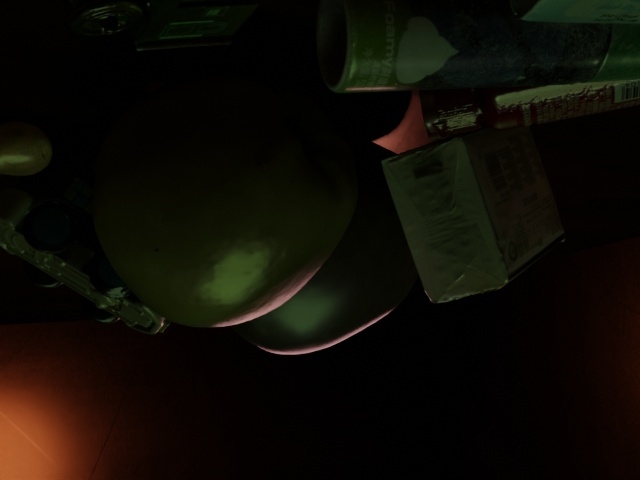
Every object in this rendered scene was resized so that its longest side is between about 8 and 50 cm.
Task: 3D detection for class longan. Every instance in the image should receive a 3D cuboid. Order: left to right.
[{"bbox_3d":[0.000,0.000,1.200,0.350,0.288,0.288,-15,178,-45],"label":"longan"}]

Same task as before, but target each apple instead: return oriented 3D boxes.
[{"bbox_3d":[-0.095,-0.049,0.915,0.262,0.262,0.262,-8,170,-1],"label":"apple"}]

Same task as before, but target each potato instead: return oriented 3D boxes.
[{"bbox_3d":[-0.328,-0.094,0.969,0.083,0.062,0.068,-28,149,-26],"label":"potato"}]

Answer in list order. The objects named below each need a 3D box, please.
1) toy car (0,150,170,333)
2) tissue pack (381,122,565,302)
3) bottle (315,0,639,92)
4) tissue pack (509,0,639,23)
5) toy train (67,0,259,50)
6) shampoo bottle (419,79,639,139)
[{"bbox_3d":[-0.252,-0.023,1.106,0.247,0.198,0.204,32,159,-7],"label":"toy car"},{"bbox_3d":[0.195,-0.046,1.136,0.124,0.185,0.225,-14,-174,33],"label":"tissue pack"},{"bbox_3d":[0.165,-0.179,0.790,0.330,0.093,0.093,-5,170,-17],"label":"bottle"},{"bbox_3d":[0.286,-0.223,0.661,0.263,0.089,0.177,-2,168,-17],"label":"tissue pack"},{"bbox_3d":[-0.080,-0.191,0.555,0.137,0.090,0.225,-11,173,-30],"label":"toy train"},{"bbox_3d":[0.263,-0.170,0.966,0.314,0.076,0.118,-10,171,13],"label":"shampoo bottle"}]
